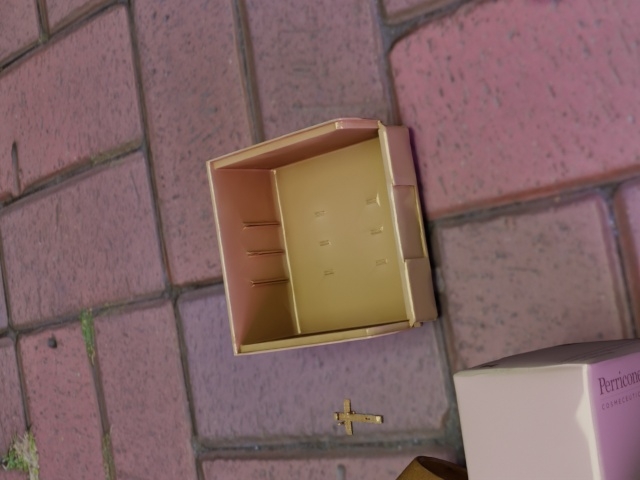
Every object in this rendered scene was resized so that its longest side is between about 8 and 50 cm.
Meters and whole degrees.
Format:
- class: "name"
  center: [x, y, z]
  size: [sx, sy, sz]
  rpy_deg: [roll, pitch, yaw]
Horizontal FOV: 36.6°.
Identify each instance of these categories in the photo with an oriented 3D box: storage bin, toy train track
- class: "storage bin"
  center: [0.000, 0.000, 1.239]
  size: [0.260, 0.123, 0.262]
  rpy_deg: [-13, 84, 42]
- class: "toy train track"
  center: [0.047, 0.236, 1.285]
  size: [0.083, 0.014, 0.048]
  rpy_deg: [-6, 89, 42]

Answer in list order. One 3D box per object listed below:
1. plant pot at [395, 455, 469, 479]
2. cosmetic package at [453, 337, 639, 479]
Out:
- class: "plant pot"
  center: [0.120, 0.389, 1.112]
  size: [0.237, 0.237, 0.254]
  rpy_deg: [21, 91, 40]
- class: "cosmetic package"
  center: [0.273, 0.296, 0.950]
  size: [0.156, 0.217, 0.385]
  rpy_deg: [-9, 89, 43]
